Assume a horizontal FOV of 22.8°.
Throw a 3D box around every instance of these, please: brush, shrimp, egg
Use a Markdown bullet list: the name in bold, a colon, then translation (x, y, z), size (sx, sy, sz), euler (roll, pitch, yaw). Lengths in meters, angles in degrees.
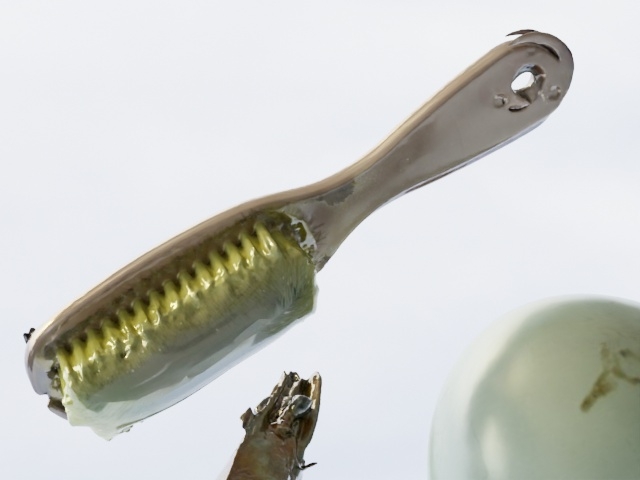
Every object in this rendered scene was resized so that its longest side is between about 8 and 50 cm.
- **brush**: translation (0.001, 0.002, 0.772), size (0.067, 0.312, 0.072), euler (52, 174, 50)
- **shrimp**: translation (-0.044, 0.215, 0.973), size (0.058, 0.169, 0.296), euler (5, -140, 20)
- **egg**: translation (0.161, 0.149, 0.797), size (0.264, 0.183, 0.183), euler (57, -140, -5)
